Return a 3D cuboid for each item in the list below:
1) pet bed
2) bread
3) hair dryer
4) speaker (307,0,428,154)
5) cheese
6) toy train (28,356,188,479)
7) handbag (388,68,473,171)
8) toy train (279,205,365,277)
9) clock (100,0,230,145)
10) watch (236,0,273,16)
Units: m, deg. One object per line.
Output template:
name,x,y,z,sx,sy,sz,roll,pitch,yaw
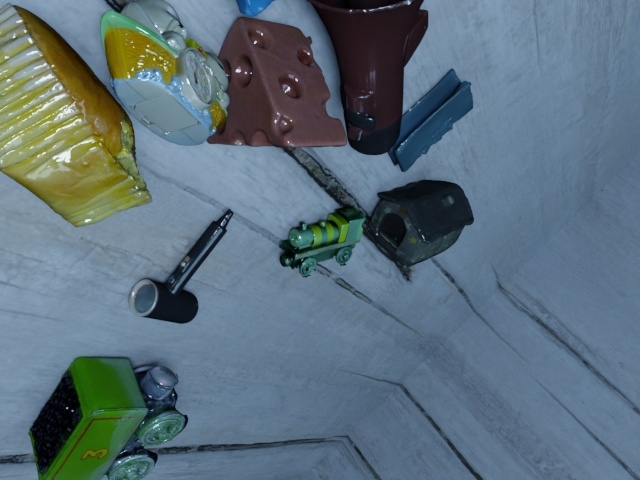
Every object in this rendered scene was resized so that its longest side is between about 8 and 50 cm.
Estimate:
pet bed,0.247,-0.059,1.301,0.211,0.183,0.159,-18,144,-36
bread,-0.291,-0.130,0.597,0.133,0.179,0.250,-35,146,-8
hair dryer,-0.235,0.050,1.013,0.255,0.070,0.128,-50,149,3
speaker,0.081,-0.319,0.847,0.198,0.259,0.329,-1,154,7
cheese,-0.082,-0.191,0.803,0.128,0.203,0.177,-13,168,-42
toy train,-0.436,0.381,1.091,0.249,0.173,0.307,16,118,-48
handbag,0.241,-0.255,1.180,0.221,0.057,0.144,-44,153,2
toy train,0.000,0.000,1.204,0.200,0.083,0.132,-16,130,-37
clock,-0.186,-0.210,0.673,0.103,0.144,0.231,-10,156,17
watch,0.001,-0.364,0.552,0.241,0.274,0.305,-7,129,-45
